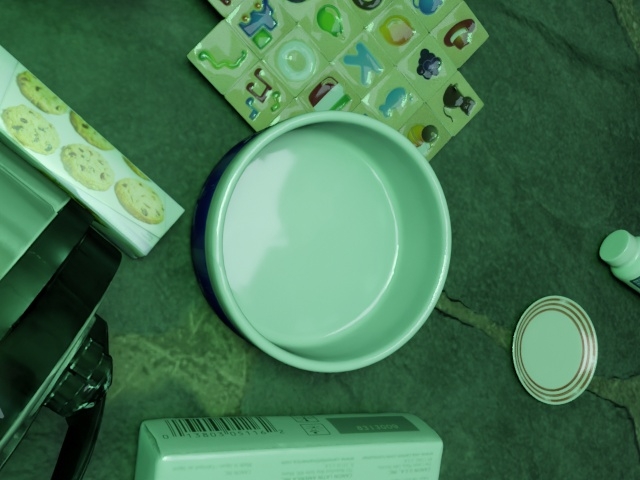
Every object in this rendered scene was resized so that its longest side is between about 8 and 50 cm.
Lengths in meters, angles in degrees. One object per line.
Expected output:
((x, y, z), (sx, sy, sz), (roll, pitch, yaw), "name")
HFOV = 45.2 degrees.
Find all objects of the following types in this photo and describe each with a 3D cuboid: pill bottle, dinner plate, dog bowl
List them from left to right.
((0.000, 0.000, 0.817), (0.264, 0.104, 0.265), (-1, 93, -23), "dog bowl")
((0.306, 0.143, 1.011), (0.141, 0.017, 0.141), (3, 83, -25), "dinner plate")
((0.444, 0.036, 1.057), (0.120, 0.067, 0.067), (32, 73, -19), "pill bottle")

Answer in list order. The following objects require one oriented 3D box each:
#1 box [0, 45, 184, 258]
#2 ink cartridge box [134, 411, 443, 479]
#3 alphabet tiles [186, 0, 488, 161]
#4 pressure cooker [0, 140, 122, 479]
((-0.275, -0.109, 0.738), (0.324, 0.063, 0.067), (44, 68, -15), "box")
((-0.048, 0.376, 0.810), (0.308, 0.091, 0.385), (4, 101, -25), "ink cartridge box")
((0.030, -0.219, 0.866), (0.285, 0.011, 0.342), (-46, 112, -6), "alphabet tiles")
((-0.343, 0.065, 0.521), (0.420, 0.375, 0.370), (40, 68, -16), "pressure cooker")
